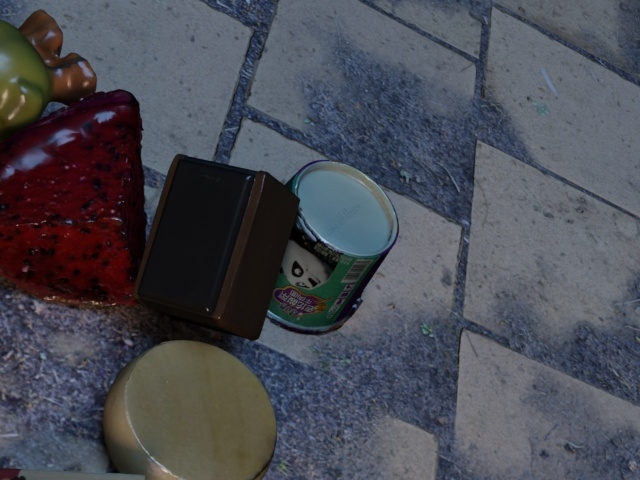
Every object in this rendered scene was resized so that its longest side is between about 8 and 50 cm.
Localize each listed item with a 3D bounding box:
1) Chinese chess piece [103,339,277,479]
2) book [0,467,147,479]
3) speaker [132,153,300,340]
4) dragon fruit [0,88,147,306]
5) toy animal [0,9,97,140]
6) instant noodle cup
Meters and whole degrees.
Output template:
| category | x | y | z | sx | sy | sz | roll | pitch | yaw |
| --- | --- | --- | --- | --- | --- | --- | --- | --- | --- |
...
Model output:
| category | x | y | z | sx | sy | sz | roll | pitch | yaw |
| --- | --- | --- | --- | --- | --- | --- | --- | --- | --- |
| Chinese chess piece | -0.184 | 0.261 | 1.625 | 0.251 | 0.097 | 0.250 | 19 | 47 | -21 |
| book | -0.341 | 0.355 | 1.414 | 0.232 | 0.022 | 0.162 | 1 | 49 | 9 |
| speaker | -0.151 | 0.012 | 1.704 | 0.153 | 0.192 | 0.230 | 13 | 80 | 19 |
| dragon fruit | -0.321 | -0.075 | 1.684 | 0.302 | 0.240 | 0.330 | 45 | 53 | -41 |
| toy animal | -0.526 | -0.233 | 1.727 | 0.338 | 0.191 | 0.216 | -18 | 66 | -49 |
| instant noodle cup | 0.000 | 0.000 | 1.888 | 0.251 | 0.190 | 0.251 | 18 | 48 | -21 |
